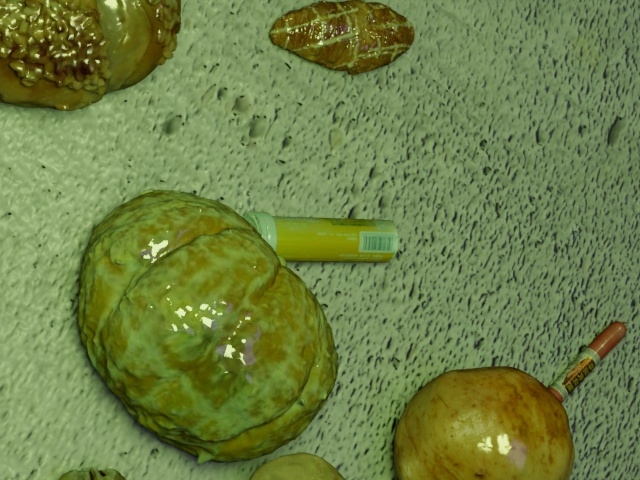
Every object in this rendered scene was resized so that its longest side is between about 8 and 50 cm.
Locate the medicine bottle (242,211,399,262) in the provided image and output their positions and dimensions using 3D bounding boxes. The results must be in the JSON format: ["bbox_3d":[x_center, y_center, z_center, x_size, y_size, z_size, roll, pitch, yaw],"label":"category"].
[{"bbox_3d":[0.000,0.000,1.564,0.218,0.074,0.074,2,85,-29],"label":"medicine bottle"}]

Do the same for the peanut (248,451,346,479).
[{"bbox_3d":[0.010,0.453,1.457,0.192,0.169,0.387,-18,99,10],"label":"peanut"}]

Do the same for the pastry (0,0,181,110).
[{"bbox_3d":[-0.308,-0.300,1.366,0.316,0.184,0.284,-16,92,-27],"label":"pastry"}]

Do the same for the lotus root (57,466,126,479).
[{"bbox_3d":[-0.275,0.370,1.384,0.113,0.088,0.192,-1,86,-34],"label":"lotus root"}]

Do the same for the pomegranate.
[{"bbox_3d":[0.222,0.288,1.562,0.248,0.248,0.248,2,85,-27],"label":"pomegranate"}]

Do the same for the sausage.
[{"bbox_3d":[0.398,0.204,1.771,0.253,0.034,0.034,-41,104,-23],"label":"sausage"}]

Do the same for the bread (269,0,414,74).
[{"bbox_3d":[0.043,-0.288,1.608,0.233,0.076,0.105,-3,86,-26],"label":"bread"}]

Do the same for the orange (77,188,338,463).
[{"bbox_3d":[-0.141,0.118,1.396,0.271,0.210,0.368,-40,103,1],"label":"orange"}]
